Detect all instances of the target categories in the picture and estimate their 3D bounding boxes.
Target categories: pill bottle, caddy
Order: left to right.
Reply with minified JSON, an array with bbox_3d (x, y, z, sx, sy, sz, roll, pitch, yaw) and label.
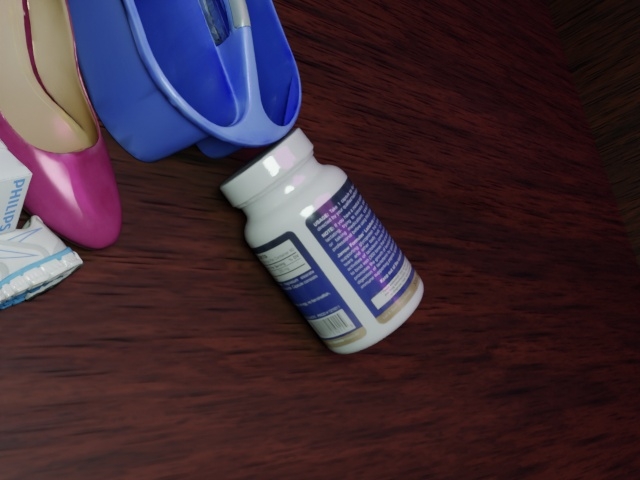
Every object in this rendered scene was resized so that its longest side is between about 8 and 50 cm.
[{"bbox_3d":[-0.154,-0.254,0.892,0.241,0.179,0.341,-12,79,-49],"label":"caddy"},{"bbox_3d":[0.000,0.000,0.941,0.264,0.153,0.153,54,40,-13],"label":"pill bottle"}]

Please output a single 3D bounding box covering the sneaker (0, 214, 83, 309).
[{"bbox_3d":[-0.307,0.028,0.662,0.082,0.071,0.191,55,31,0],"label":"sneaker"}]

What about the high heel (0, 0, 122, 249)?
[{"bbox_3d":[-0.270,-0.177,0.716,0.127,0.181,0.377,-37,98,-51],"label":"high heel"}]

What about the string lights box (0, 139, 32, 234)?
[{"bbox_3d":[-0.377,-0.042,0.570,0.133,0.076,0.260,44,35,17],"label":"string lights box"}]
